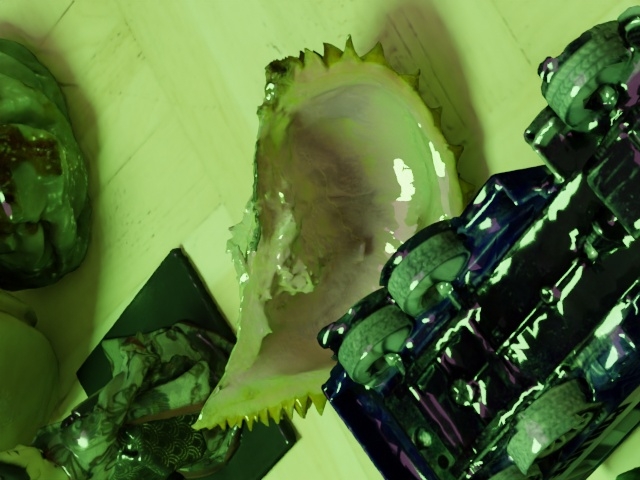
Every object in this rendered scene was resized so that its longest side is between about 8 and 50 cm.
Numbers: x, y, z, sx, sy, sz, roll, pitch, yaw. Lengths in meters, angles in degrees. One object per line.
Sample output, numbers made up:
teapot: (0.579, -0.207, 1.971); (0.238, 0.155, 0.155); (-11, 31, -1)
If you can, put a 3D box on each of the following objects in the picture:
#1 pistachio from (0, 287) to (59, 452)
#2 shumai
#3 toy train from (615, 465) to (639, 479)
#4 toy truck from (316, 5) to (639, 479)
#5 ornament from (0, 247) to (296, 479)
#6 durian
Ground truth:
pistachio: (-0.266, 0.085, 1.149); (0.181, 0.293, 0.162); (-23, 69, 1)
shumai: (-0.244, -0.035, 1.173); (0.184, 0.142, 0.184); (9, 103, 42)
toy train: (0.133, 0.263, 0.879); (0.159, 0.129, 0.326); (35, 123, 27)
toy truck: (0.130, 0.017, 0.806); (0.124, 0.155, 0.268); (53, 129, 21)
ornament: (-0.149, 0.118, 1.077); (0.153, 0.196, 0.166); (56, 131, 19)
durian: (0.001, 0.002, 0.946); (0.165, 0.132, 0.182); (-21, 74, 34)
